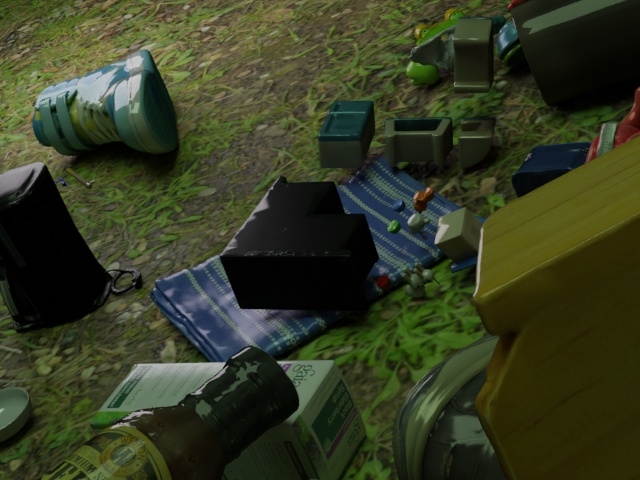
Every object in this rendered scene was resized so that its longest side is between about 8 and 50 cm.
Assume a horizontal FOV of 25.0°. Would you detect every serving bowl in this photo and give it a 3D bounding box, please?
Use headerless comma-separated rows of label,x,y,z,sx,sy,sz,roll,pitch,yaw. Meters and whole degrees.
serving bowl,-0.352,0.198,1.586,0.083,0.027,0.083,-19,28,11

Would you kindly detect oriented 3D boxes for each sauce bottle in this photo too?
sauce bottle,-0.164,0.209,1.146,0.344,0.111,0.111,-39,32,-26

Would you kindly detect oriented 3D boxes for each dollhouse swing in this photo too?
dollhouse swing,0.241,0.084,1.008,0.315,0.346,0.305,-27,19,-6

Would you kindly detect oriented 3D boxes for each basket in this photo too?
basket,0.354,-0.260,1.719,0.227,0.154,0.204,-21,23,14

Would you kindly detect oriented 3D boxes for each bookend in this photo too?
bookend,0.000,0.000,1.551,0.156,0.072,0.157,-1,35,28

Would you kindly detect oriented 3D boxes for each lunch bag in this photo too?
lunch bag,0.261,-0.067,1.533,0.098,0.067,0.065,-1,36,35

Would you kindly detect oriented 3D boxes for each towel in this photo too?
towel,-0.011,0.022,1.620,0.336,0.040,0.243,-31,29,-13

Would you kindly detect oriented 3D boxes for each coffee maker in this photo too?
coffee maker,-0.334,-0.001,1.755,0.171,0.178,0.120,-25,29,-2

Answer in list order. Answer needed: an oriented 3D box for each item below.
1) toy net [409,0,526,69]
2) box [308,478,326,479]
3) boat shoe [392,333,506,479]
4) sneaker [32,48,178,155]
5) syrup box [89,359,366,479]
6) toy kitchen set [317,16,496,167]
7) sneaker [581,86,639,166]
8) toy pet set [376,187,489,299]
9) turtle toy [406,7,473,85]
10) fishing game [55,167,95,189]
toy net,0.210,-0.252,1.792,0.232,0.045,0.122,-21,-15,-41
box,0.077,0.249,1.135,0.244,0.060,0.100,-2,35,35
boat shoe,0.214,0.098,1.139,0.355,0.132,0.130,-42,45,-22
sneaker,-0.323,-0.170,2.106,0.208,0.127,0.319,-21,18,1
syrup box,-0.086,0.175,1.351,0.237,0.096,0.093,-5,33,33
toy kitchen set,0.104,-0.184,1.720,0.207,0.166,0.122,0,25,10
sneaker,0.279,-0.040,1.401,0.116,0.136,0.314,0,36,40
toy pet set,0.129,0.005,1.520,0.114,0.065,0.122,-21,41,38
turtle toy,0.169,-0.256,1.932,0.130,0.066,0.095,-30,29,-10
fishing game,-0.434,-0.010,2.000,0.264,0.041,0.189,-39,23,-15
